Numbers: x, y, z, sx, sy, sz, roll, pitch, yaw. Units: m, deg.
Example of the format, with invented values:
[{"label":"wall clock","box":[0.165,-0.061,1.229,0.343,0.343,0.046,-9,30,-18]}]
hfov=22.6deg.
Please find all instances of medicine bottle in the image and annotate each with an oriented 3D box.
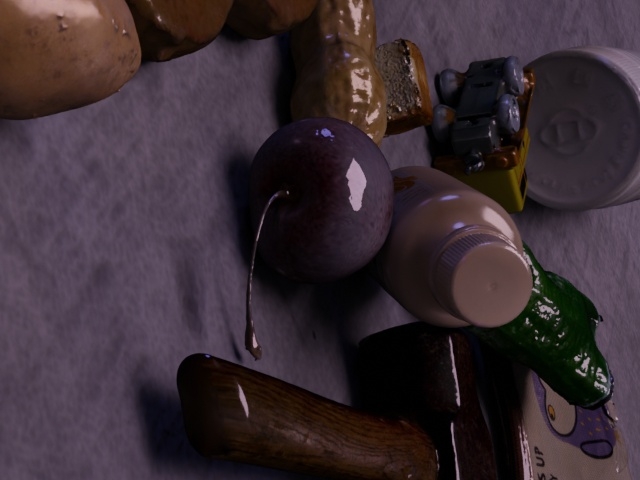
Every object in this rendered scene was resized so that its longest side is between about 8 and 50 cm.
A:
[{"label":"medicine bottle","box":[0.102,0.011,1.288,0.252,0.114,0.114,-137,-158,-74]},{"label":"medicine bottle","box":[0.342,-0.136,1.913,0.332,0.190,0.190,-11,85,-65]}]

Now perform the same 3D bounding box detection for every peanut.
[{"label":"peanut","box":[0.013,-0.148,1.354,0.089,0.089,0.192,37,40,-53]}]

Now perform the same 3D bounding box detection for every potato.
[{"label":"potato","box":[-0.175,-0.130,0.938,0.147,0.112,0.112,23,54,-51]}]

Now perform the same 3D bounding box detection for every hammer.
[{"label":"hammer","box":[0.025,0.152,1.170,0.409,0.095,0.242,28,51,-60]}]

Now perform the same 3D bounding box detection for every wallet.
[{"label":"wallet","box":[0.249,0.217,1.645,0.275,0.068,0.335,27,50,-55]}]

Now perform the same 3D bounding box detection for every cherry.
[{"label":"cherry","box":[-0.001,0.001,1.234,0.148,0.115,0.188,138,-46,-84]}]

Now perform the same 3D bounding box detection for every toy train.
[{"label":"toy train","box":[0.178,-0.112,1.684,0.219,0.089,0.127,-71,148,-52]}]

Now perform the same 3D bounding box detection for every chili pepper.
[{"label":"chili pepper","box":[0.170,0.047,1.514,0.270,0.099,0.136,40,41,-32]}]

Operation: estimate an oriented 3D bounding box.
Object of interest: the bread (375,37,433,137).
[{"label":"bread","box":[0.059,-0.139,1.468,0.070,0.077,0.083,22,55,-74]}]

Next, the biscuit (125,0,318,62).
[{"label":"biscuit","box":[-0.121,-0.338,1.220,0.368,0.076,0.394,-28,103,-65]}]
